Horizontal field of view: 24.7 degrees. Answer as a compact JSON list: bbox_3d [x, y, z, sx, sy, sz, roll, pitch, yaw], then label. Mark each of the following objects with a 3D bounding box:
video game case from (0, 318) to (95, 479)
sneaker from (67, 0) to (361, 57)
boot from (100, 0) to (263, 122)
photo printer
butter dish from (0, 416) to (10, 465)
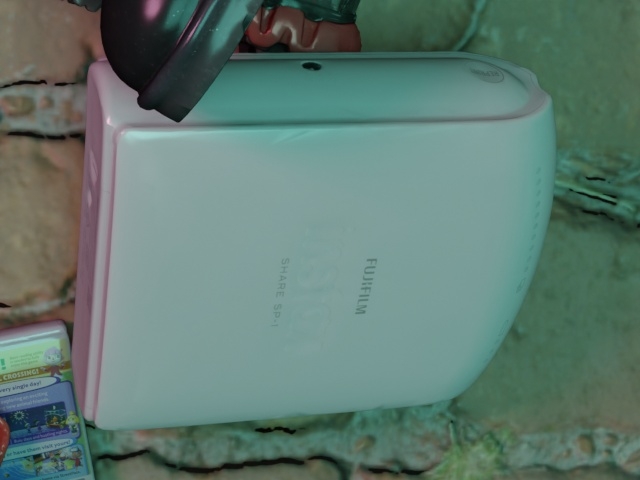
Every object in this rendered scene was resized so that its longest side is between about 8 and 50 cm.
[{"bbox_3d":[-0.262,0.166,0.996,0.212,0.023,0.193,-11,106,-12],"label":"video game case"},{"bbox_3d":[-0.089,-0.196,0.921,0.276,0.097,0.135,15,99,-20],"label":"sneaker"},{"bbox_3d":[-0.198,-0.308,0.774,0.445,0.146,0.367,25,68,-13],"label":"boot"},{"bbox_3d":[0.000,0.000,0.946,0.307,0.107,0.256,-2,127,-18],"label":"photo printer"},{"bbox_3d":[-0.291,0.169,0.914,0.160,0.118,0.160,25,95,-19],"label":"butter dish"}]
